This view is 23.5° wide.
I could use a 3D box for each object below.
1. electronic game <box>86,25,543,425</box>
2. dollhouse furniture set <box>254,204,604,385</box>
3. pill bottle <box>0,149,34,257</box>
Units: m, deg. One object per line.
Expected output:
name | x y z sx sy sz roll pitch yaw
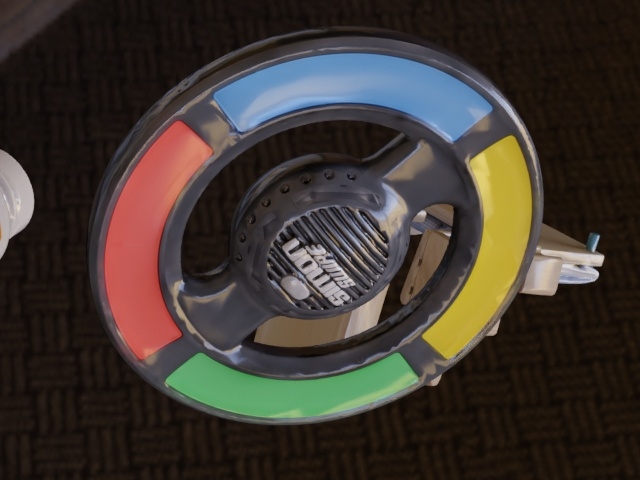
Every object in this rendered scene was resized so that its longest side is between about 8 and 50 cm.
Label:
electronic game | 0.000 0.000 0.756 0.229 0.229 0.048 -5 36 -14
dollhouse furniture set | 0.136 0.065 1.460 0.303 0.198 0.286 4 18 -39
pill bottle | -0.390 -0.008 1.499 0.136 0.136 0.245 29 31 13
